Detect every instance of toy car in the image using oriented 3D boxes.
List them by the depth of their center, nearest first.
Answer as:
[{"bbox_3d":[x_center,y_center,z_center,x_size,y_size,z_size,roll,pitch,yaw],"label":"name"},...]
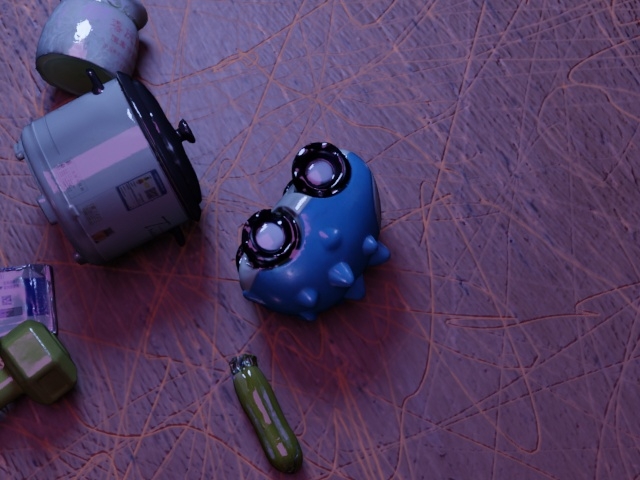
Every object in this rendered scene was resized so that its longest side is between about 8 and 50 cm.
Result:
[{"bbox_3d":[0.000,0.000,1.649,0.190,0.188,0.255,34,72,3],"label":"toy car"}]

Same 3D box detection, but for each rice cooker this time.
[{"bbox_3d":[-0.283,-0.104,1.666,0.227,0.241,0.281,-28,106,-3],"label":"rice cooker"}]

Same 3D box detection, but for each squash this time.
[{"bbox_3d":[-0.077,0.242,1.637,0.052,0.052,0.183,-27,73,-7],"label":"squash"}]

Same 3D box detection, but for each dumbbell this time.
[{"bbox_3d":[-0.478,0.235,1.620,0.302,0.121,0.108,-38,46,-10],"label":"dumbbell"}]

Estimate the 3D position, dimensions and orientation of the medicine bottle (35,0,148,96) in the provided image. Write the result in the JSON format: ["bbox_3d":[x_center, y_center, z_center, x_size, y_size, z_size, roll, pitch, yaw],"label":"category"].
[{"bbox_3d":[-0.344,-0.304,1.781,0.147,0.147,0.143,13,69,6],"label":"medicine bottle"}]

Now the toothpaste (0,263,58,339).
[{"bbox_3d":[-0.525,0.099,1.698,0.282,0.068,0.099,-7,101,-11],"label":"toothpaste"}]
